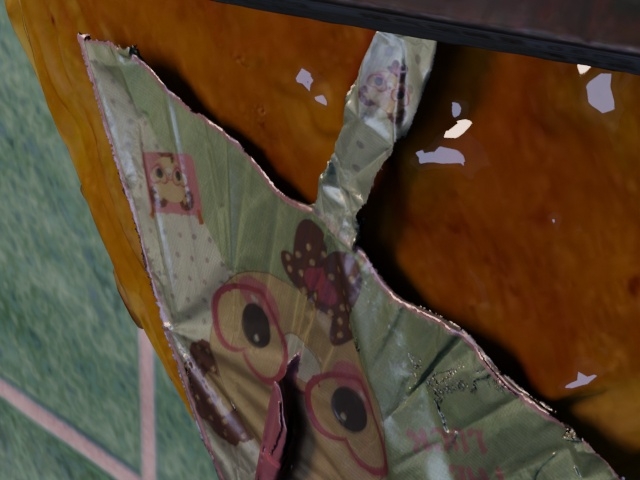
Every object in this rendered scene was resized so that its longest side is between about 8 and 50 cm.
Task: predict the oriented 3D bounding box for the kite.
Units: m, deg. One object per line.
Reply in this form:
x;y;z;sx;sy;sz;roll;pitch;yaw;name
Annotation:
0.001;-0.001;0.512;0.229;0.012;0.250;42;134;29;kite

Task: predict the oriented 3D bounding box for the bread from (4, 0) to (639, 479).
0.054;-0.060;0.565;0.324;0.167;0.277;-27;84;54;bread

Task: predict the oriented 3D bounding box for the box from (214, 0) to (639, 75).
0.113;-0.114;0.374;0.325;0.047;0.180;11;91;11;box
